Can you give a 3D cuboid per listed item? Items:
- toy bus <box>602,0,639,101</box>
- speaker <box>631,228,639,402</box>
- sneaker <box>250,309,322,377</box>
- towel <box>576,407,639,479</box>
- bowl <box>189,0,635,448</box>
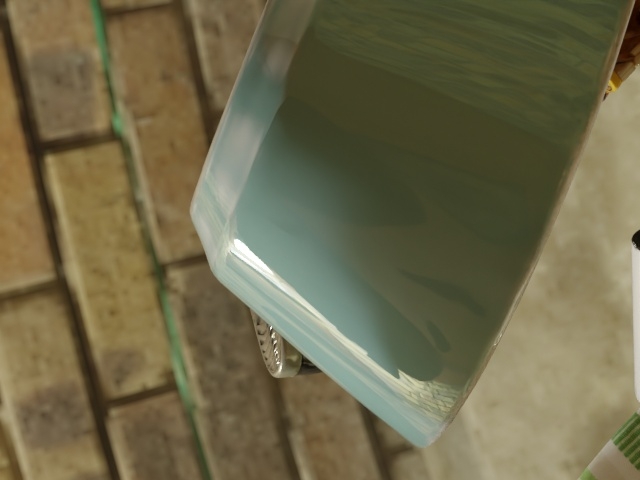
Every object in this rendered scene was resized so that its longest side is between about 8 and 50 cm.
[{"bbox_3d":[0.198,-0.174,1.626,0.202,0.191,0.104,-34,105,23],"label":"toy bus"},{"bbox_3d":[0.259,0.057,1.476,0.055,0.055,0.136,31,134,51],"label":"speaker"},{"bbox_3d":[0.000,0.000,1.516,0.083,0.118,0.222,122,140,-59],"label":"sneaker"},{"bbox_3d":[0.362,0.222,1.713,0.325,0.038,0.248,-53,55,15],"label":"towel"},{"bbox_3d":[0.037,-0.063,1.036,0.311,0.163,0.311,-159,90,-88],"label":"bowl"}]
